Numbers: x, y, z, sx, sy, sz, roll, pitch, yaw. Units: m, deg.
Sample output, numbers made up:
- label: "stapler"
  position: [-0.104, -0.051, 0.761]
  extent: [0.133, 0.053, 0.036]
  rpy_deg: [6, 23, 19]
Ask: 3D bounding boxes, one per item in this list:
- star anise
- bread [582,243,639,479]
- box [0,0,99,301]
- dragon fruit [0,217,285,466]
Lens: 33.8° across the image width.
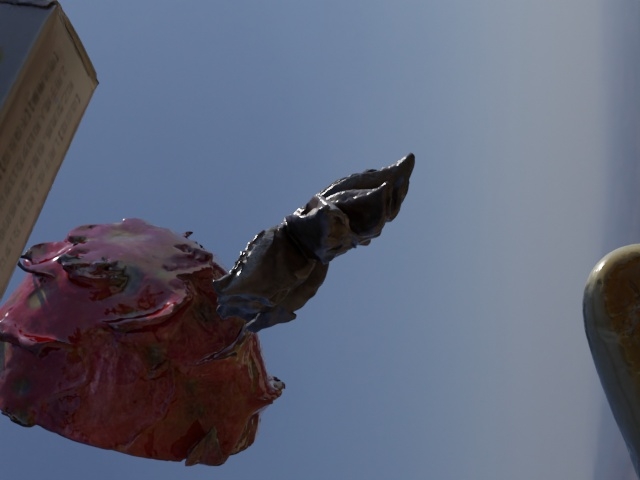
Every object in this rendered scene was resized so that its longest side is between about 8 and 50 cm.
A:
- label: "star anise"
  position: [0.000, 0.000, 0.784]
  extent: [0.065, 0.182, 0.195]
  rpy_deg: [50, 171, 5]
- label: "bread"
  position: [0.166, 0.101, 0.417]
  extent: [0.053, 0.073, 0.214]
  rpy_deg: [28, -139, -68]
- label: "box"
  position: [-0.244, 0.041, 0.432]
  extent: [0.065, 0.200, 0.343]
  rpy_deg: [70, -148, -57]
- label: "dragon fruit"
  position: [-0.221, 0.110, 1.309]
  extent: [0.371, 0.386, 0.249]
  rpy_deg: [6, -76, -46]
